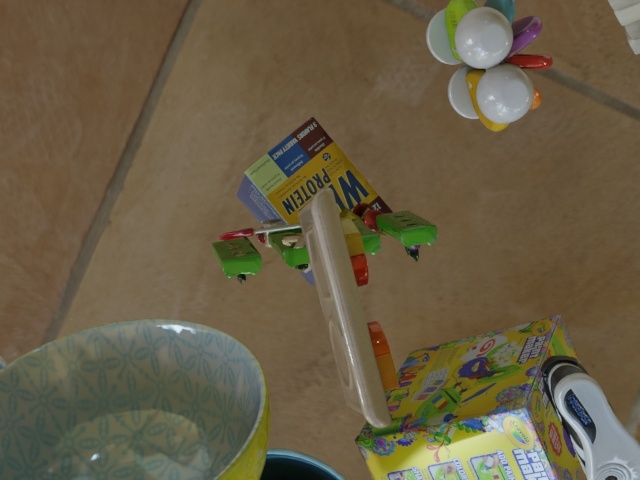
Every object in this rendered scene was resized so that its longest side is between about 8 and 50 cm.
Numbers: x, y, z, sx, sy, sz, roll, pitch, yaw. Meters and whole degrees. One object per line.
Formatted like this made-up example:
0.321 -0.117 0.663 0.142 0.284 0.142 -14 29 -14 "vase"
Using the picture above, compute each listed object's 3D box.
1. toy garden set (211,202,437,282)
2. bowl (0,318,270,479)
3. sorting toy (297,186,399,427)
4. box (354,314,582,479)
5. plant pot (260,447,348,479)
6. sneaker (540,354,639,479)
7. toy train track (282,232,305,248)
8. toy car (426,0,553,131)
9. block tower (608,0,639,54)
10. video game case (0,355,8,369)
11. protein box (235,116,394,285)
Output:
-0.006 0.007 1.216 0.244 0.204 0.049 -9 103 -11 "toy garden set"
-0.175 0.213 0.902 0.289 0.289 0.156 -19 122 -14 "bowl"
0.024 0.056 0.881 0.038 0.208 0.193 -14 88 -4 "sorting toy"
0.251 0.282 1.586 0.279 0.290 0.177 -18 104 29 "box"
-0.053 0.410 1.346 0.271 0.255 0.272 -1 79 3 "plant pot"
0.357 0.240 1.331 0.079 0.121 0.217 -25 108 5 "sneaker"
0.000 0.000 1.090 0.083 0.048 0.014 -5 117 20 "toy train track"
0.231 -0.241 1.320 0.136 0.159 0.182 -27 106 -7 "toy car"
0.156 -0.224 0.523 0.335 0.097 0.091 36 44 -48 "block tower"
-0.563 0.245 1.573 0.183 0.023 0.201 -41 71 -18 "video game case"
-0.012 -0.053 1.568 0.136 0.201 0.200 -40 90 -11 "protein box"
